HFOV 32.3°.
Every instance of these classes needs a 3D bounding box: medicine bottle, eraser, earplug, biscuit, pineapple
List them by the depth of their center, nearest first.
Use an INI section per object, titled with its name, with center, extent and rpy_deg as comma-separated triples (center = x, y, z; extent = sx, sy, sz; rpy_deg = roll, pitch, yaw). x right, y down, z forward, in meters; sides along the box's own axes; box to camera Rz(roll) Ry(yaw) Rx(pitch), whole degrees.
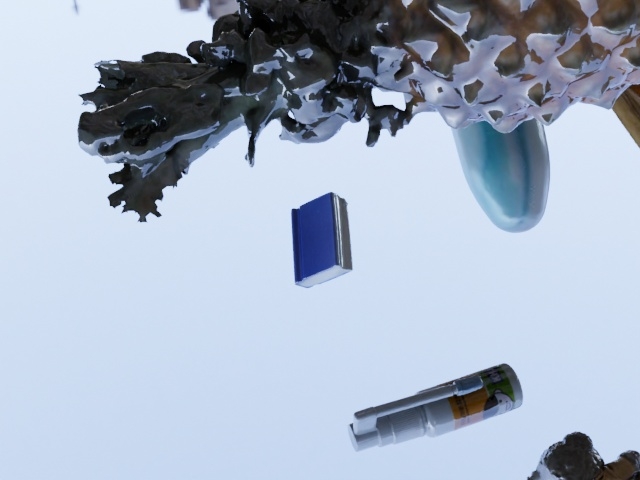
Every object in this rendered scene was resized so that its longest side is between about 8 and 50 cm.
[pineapple]
center = 0.044, -0.116, 0.585
extent = 0.361, 0.175, 0.175
rpy_deg = -21, -144, -7
[biscuit]
center = 0.366, -0.066, 1.100
extent = 0.035, 0.250, 0.162
rpy_deg = -41, -176, 24
[eraser]
center = 0.000, 0.000, 1.137
extent = 0.063, 0.027, 0.084
rpy_deg = -24, -120, 38
[medicine bottle]
center = 0.142, 0.204, 1.361
extent = 0.221, 0.092, 0.061
rpy_deg = -17, -124, -12
[earplug]
center = 0.291, -0.171, 1.782
extent = 0.185, 0.323, 0.185
rpy_deg = -12, 170, -2

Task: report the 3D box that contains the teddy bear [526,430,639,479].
[teddy bear]
center = 0.412, 0.381, 1.668
extent = 0.190, 0.177, 0.140
rpy_deg = 38, -165, 1

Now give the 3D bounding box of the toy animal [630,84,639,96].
[toy animal]
center = 0.573, -0.281, 1.747
extent = 0.225, 0.302, 0.284
rpy_deg = 25, -115, 8
